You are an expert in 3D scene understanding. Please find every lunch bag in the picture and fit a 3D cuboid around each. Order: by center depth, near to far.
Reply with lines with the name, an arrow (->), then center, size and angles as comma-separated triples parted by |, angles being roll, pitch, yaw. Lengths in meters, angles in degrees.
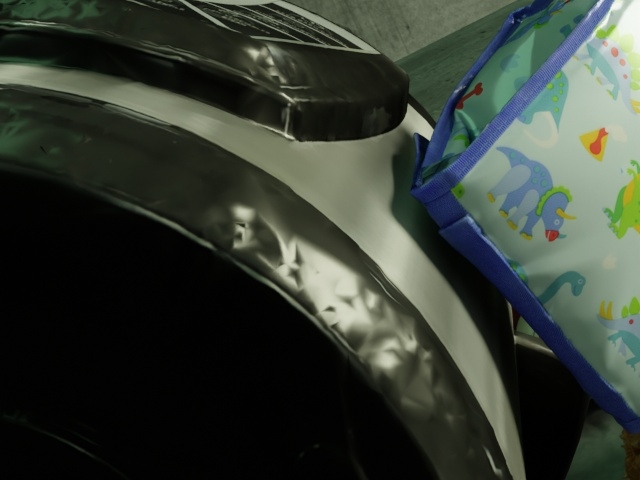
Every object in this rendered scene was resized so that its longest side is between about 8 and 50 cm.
lunch bag -> 0.109, -0.020, 0.463 | 0.096, 0.129, 0.151 | -29, 20, 47

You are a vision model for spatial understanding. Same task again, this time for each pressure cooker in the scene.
pressure cooker -> -0.093, 0.071, 0.562 | 0.375, 0.370, 0.420 | -32, 10, 16

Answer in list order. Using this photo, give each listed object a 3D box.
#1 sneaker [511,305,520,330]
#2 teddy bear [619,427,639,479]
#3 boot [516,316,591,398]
sneaker -> 0.135, 0.028, 0.859 | 0.115, 0.136, 0.314 | 13, 9, 29
teddy bear -> 0.259, 0.043, 0.434 | 0.338, 0.113, 0.245 | 0, 68, 46
boot -> 0.249, 0.028, 0.704 | 0.244, 0.088, 0.176 | -28, 14, -22
